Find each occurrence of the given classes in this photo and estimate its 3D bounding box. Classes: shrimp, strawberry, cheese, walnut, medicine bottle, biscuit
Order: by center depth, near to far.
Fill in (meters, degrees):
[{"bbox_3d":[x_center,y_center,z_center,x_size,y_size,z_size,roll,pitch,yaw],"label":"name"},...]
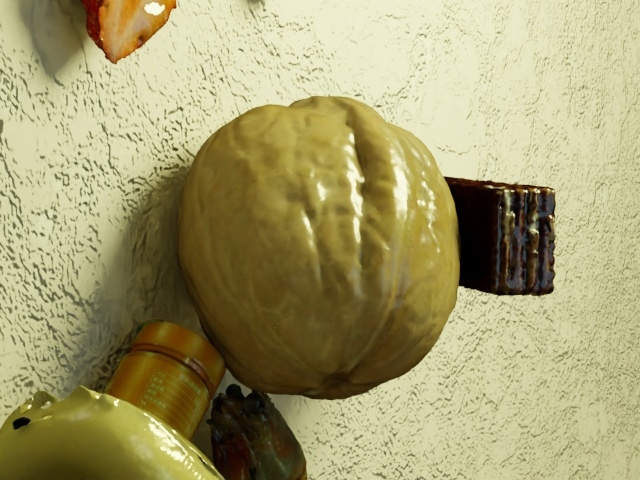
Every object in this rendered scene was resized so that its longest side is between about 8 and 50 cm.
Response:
[{"bbox_3d":[-0.172,0.263,1.678,0.128,0.259,0.316,-81,158,-68],"label":"cheese"},{"bbox_3d":[-0.175,-0.250,1.786,0.146,0.082,0.187,23,80,-51],"label":"strawberry"},{"bbox_3d":[-0.167,0.175,1.819,0.192,0.096,0.096,-63,141,-33],"label":"medicine bottle"},{"bbox_3d":[-0.001,0.001,1.912,0.252,0.277,0.313,99,-17,-58],"label":"walnut"},{"bbox_3d":[-0.074,0.235,1.972,0.154,0.062,0.294,-56,150,-28],"label":"shrimp"},{"bbox_3d":[0.130,-0.012,2.068,0.073,0.388,0.107,-1,95,-20],"label":"biscuit"}]
